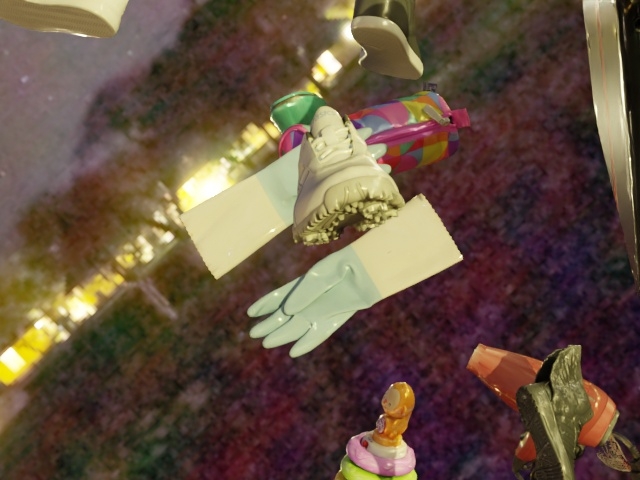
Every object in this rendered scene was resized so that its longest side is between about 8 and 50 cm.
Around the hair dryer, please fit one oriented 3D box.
[{"bbox_3d":[0.283,0.246,1.325,0.224,0.293,0.080,-21,21,43],"label":"hair dryer"}]

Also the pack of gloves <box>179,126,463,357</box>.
[{"bbox_3d":[0.000,0.000,1.097,0.232,0.195,0.046,-31,-12,-2],"label":"pack of gloves"}]

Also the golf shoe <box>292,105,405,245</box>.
[{"bbox_3d":[0.006,-0.043,0.653,0.069,0.086,0.176,-16,0,-4],"label":"golf shoe"}]

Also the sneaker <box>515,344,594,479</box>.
[{"bbox_3d":[0.275,0.208,1.169,0.089,0.170,0.051,-11,-12,-28],"label":"sneaker"}]

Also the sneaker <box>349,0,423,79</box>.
[{"bbox_3d":[0.114,-0.343,1.595,0.296,0.105,0.146,37,-115,-77],"label":"sneaker"}]

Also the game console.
[{"bbox_3d":[0.312,-0.177,1.052,0.060,0.386,0.342,-10,40,12],"label":"game console"}]

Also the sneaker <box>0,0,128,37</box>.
[{"bbox_3d":[-0.374,-0.390,1.474,0.169,0.293,0.108,-68,-24,-15],"label":"sneaker"}]

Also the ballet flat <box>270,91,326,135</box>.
[{"bbox_3d":[-0.021,-0.171,1.579,0.083,0.087,0.247,-20,1,5],"label":"ballet flat"}]

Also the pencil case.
[{"bbox_3d":[0.065,-0.120,1.276,0.236,0.104,0.104,-21,-6,-32],"label":"pencil case"}]

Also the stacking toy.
[{"bbox_3d":[0.088,0.351,1.564,0.175,0.166,0.301,-126,46,-66],"label":"stacking toy"}]
